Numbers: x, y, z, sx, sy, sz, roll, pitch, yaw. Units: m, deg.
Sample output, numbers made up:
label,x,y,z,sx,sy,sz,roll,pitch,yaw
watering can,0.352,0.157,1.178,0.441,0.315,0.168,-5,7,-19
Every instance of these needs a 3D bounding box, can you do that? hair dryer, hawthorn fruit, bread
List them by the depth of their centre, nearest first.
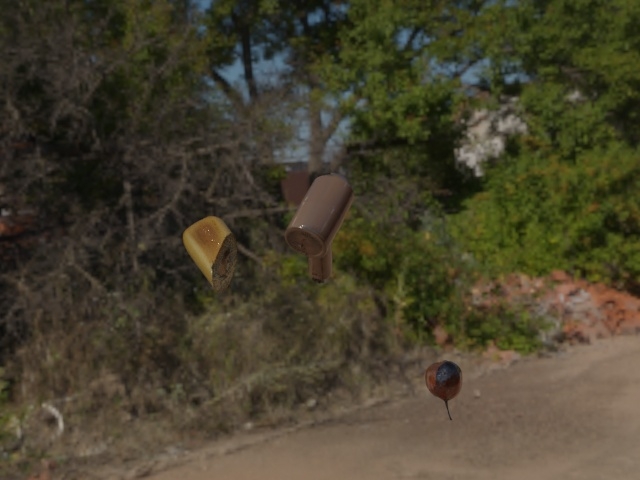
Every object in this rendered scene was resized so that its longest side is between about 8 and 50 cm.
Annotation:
label,x,y,z,sx,sy,sz,roll,pitch,yaw
bread,-0.133,0.017,1.181,0.062,0.049,0.103,-32,51,-11
hair dryer,0.000,0.000,1.284,0.064,0.117,0.181,19,-36,13
hawthorn fruit,0.212,0.257,1.564,0.067,0.103,0.066,4,-22,1
